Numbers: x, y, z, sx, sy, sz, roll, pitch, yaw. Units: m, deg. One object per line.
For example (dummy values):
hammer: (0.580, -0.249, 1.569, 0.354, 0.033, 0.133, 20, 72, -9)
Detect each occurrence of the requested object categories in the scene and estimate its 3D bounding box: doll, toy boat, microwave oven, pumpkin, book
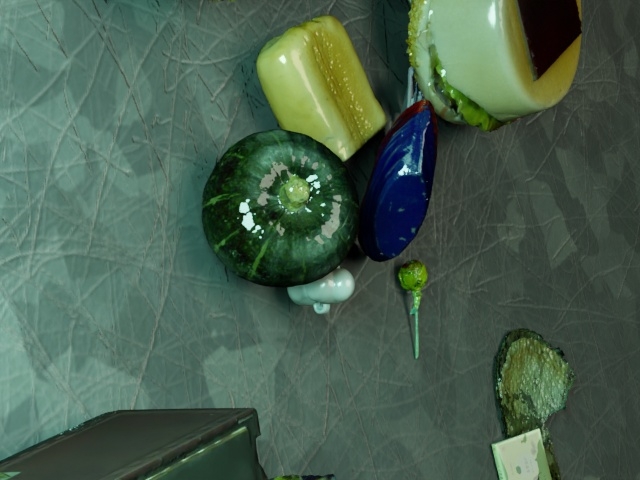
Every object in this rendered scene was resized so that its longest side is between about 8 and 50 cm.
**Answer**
doll: (0.000, 0.000, 1.620, 0.062, 0.106, 0.163, 10, 77, -43)
toy boat: (0.086, -0.088, 1.766, 0.318, 0.071, 0.219, -102, -154, -75)
microwave oven: (-0.172, 0.252, 1.223, 0.247, 0.188, 0.178, -20, 100, -59)
pumpkin: (-0.042, -0.034, 1.529, 0.125, 0.167, 0.167, 55, 29, -77)
book: (0.269, 0.310, 1.937, 0.077, 0.014, 0.111, -13, 89, -32)

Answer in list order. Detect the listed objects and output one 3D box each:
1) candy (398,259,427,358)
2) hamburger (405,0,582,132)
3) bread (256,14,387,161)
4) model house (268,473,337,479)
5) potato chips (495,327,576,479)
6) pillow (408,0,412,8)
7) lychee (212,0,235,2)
candy: (0.116, 0.085, 1.822, 0.035, 0.035, 0.123, -2, 89, -44)
hamburger: (0.225, -0.293, 1.946, 0.302, 0.170, 0.302, -5, 96, -56)
bread: (-0.006, -0.166, 1.681, 0.134, 0.085, 0.173, -42, 114, -44)
model house: (-0.038, 0.333, 1.453, 0.211, 0.170, 0.194, -13, 82, -83)
potato chips: (0.298, 0.231, 2.025, 0.202, 0.029, 0.220, 20, 60, -49)
pillow: (0.145, -0.402, 2.024, 0.135, 0.034, 0.211, 10, 72, -57)
lychee: (-0.111, -0.373, 1.478, 0.267, 0.267, 0.268, 24, 60, -49)
